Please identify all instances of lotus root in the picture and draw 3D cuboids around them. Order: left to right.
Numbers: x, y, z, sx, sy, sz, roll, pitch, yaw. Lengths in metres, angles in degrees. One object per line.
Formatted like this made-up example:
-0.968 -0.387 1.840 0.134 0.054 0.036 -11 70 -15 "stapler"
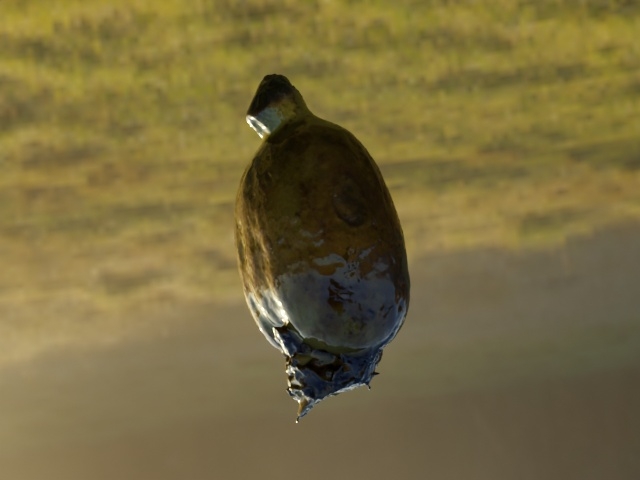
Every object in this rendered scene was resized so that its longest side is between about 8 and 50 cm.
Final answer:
0.000 0.000 1.690 0.141 0.314 0.169 -10 178 -26 "lotus root"
